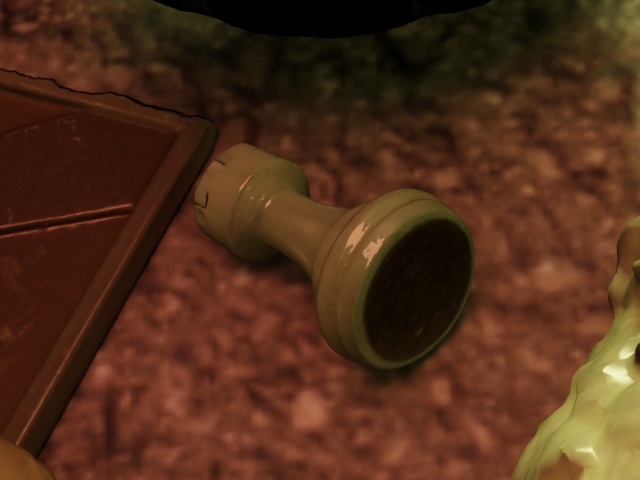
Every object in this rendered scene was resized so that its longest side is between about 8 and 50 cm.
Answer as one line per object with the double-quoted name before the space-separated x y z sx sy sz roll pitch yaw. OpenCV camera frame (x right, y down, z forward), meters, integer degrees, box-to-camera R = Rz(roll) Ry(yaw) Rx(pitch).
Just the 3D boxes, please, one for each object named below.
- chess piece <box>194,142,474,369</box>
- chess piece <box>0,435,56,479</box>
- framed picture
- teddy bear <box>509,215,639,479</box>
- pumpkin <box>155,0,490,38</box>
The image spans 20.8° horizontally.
"chess piece" 0.000 0.000 0.650 0.103 0.067 0.067 28 67 40
"chess piece" -0.203 0.167 0.538 0.299 0.167 0.167 -29 54 -11
"framed picture" -0.213 0.002 0.731 0.289 0.016 0.213 15 61 24
"teddy bear" 0.165 -0.018 0.460 0.362 0.327 0.375 -1 87 11
"pumpkin" 0.001 -0.236 0.661 0.323 0.241 0.323 0 90 6
